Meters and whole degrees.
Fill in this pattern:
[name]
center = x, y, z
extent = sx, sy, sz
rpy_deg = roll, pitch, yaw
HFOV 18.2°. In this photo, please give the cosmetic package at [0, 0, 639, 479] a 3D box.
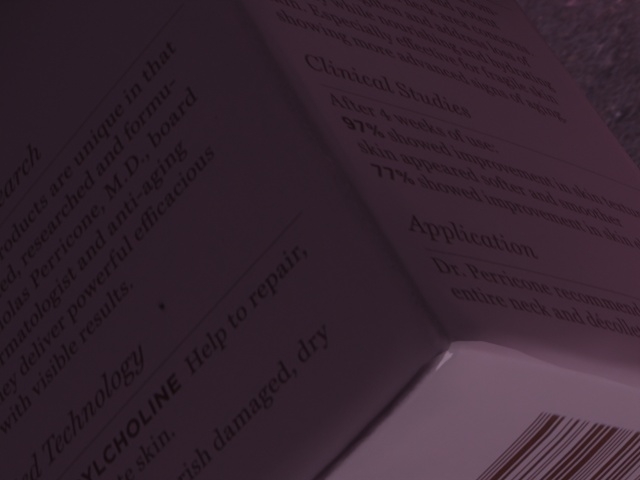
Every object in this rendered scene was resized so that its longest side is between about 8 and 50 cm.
[cosmetic package]
center = -0.014, 0.042, 1.106
extent = 0.329, 0.393, 0.327
rpy_deg = 15, 126, -45
